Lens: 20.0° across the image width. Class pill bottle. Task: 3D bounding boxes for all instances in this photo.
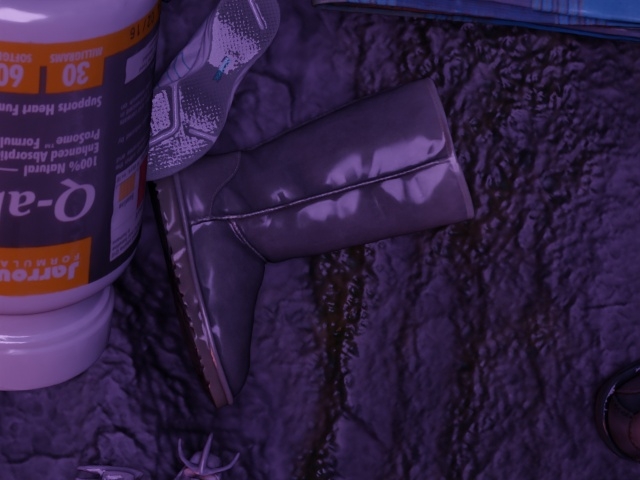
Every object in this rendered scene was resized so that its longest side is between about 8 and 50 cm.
[{"bbox_3d":[-0.184,-0.056,1.102,0.162,0.162,0.278,5,124,-5],"label":"pill bottle"}]

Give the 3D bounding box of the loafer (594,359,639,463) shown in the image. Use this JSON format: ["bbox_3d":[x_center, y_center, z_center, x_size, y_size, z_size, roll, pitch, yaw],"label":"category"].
[{"bbox_3d":[0.322,0.090,1.239,0.267,0.084,0.096,-22,94,-4],"label":"loafer"}]

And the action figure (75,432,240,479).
[{"bbox_3d":[-0.112,0.264,1.194,0.185,0.099,0.285,17,83,11],"label":"action figure"}]

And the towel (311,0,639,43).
[{"bbox_3d":[0.128,-0.324,1.194,0.271,0.040,0.370,3,93,-17],"label":"towel"}]

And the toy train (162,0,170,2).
[{"bbox_3d":[-0.153,-0.173,1.195,0.105,0.080,0.184,38,90,-13],"label":"toy train"}]

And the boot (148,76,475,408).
[{"bbox_3d":[0.001,0.001,1.221,0.208,0.076,0.190,-12,92,-11],"label":"boot"}]

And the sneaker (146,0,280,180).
[{"bbox_3d":[-0.081,-0.100,1.204,0.053,0.061,0.152,38,76,-11],"label":"sneaker"}]
